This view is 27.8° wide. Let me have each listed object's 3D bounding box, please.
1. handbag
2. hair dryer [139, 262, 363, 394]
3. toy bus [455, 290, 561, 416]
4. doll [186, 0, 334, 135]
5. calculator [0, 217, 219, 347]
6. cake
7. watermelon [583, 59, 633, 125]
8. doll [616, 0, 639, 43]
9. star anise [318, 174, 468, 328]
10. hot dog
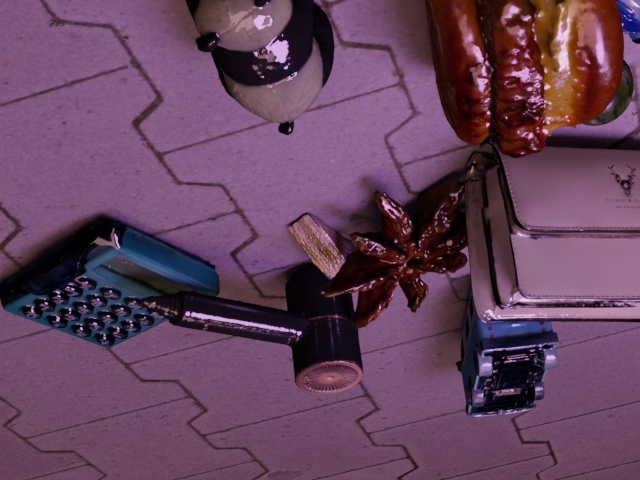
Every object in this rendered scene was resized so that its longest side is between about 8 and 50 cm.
[{"bbox_3d":[0.393,-0.015,1.788,0.358,0.237,0.160,1,160,-18],"label":"handbag"},{"bbox_3d":[-0.103,0.102,1.913,0.352,0.189,0.107,14,140,-27],"label":"hair dryer"},{"bbox_3d":[0.303,0.176,2.148,0.133,0.165,0.271,-6,150,-4],"label":"toy bus"},{"bbox_3d":[-0.064,-0.228,1.418,0.143,0.135,0.234,-15,145,6],"label":"doll"},{"bbox_3d":[-0.318,0.074,1.919,0.274,0.058,0.248,-27,144,29],"label":"calculator"},{"bbox_3d":[0.000,0.000,1.911,0.052,0.065,0.121,-26,123,26],"label":"cake"},{"bbox_3d":[0.342,-0.197,1.611,0.109,0.109,0.109,-7,149,-4],"label":"watermelon"},{"bbox_3d":[0.372,-0.278,1.516,0.096,0.070,0.195,-50,143,17],"label":"doll"},{"bbox_3d":[0.123,0.017,1.874,0.288,0.088,0.288,-18,135,-19],"label":"star anise"},{"bbox_3d":[0.214,-0.230,1.402,0.185,0.223,0.405,-15,149,3],"label":"hot dog"}]
